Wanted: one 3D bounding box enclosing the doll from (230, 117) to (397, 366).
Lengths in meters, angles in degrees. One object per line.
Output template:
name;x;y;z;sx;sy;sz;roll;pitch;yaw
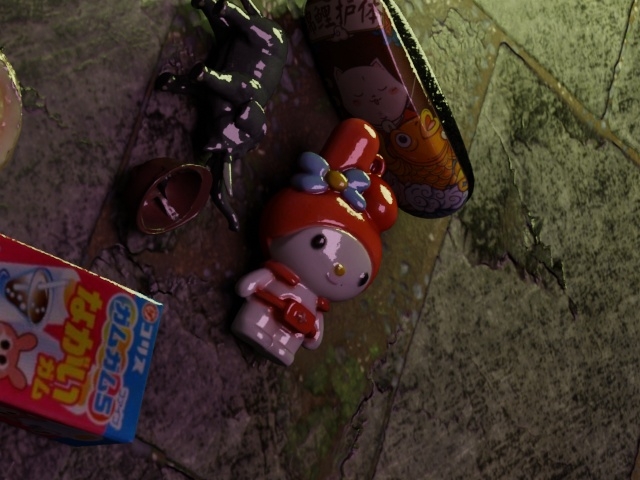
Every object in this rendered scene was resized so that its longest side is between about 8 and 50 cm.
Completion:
doll;0.000;0.000;2.228;0.161;0.130;0.290;38;74;-30

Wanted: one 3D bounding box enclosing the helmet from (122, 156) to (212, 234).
helmet;-0.175;-0.057;2.105;0.111;0.057;0.089;-11;130;-52

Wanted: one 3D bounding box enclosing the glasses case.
glasses case;0.082;-0.168;2.337;0.082;0.122;0.321;-42;116;-36

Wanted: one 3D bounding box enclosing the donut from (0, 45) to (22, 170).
donut;-0.368;-0.131;1.904;0.174;0.068;0.174;9;77;-44

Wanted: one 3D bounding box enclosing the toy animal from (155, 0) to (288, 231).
toy animal;-0.110;-0.158;2.165;0.137;0.082;0.269;28;66;-40

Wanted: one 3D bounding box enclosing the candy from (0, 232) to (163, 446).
candy;-0.305;0.091;1.923;0.306;0.100;0.157;27;66;-43
